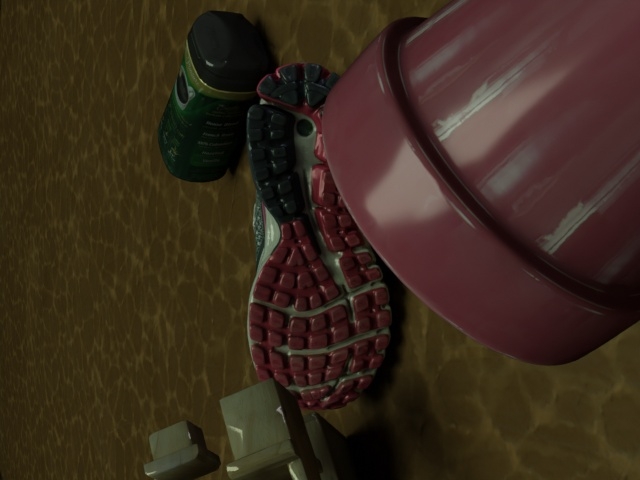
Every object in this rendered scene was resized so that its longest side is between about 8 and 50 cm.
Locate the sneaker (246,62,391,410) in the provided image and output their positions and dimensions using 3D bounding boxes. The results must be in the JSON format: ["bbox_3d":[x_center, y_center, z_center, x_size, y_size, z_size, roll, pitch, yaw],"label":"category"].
[{"bbox_3d":[0.000,0.000,0.784,0.112,0.120,0.299,-89,0,-81],"label":"sneaker"}]

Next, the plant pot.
[{"bbox_3d":[0.131,-0.068,0.453,0.180,0.201,0.201,-46,52,34],"label":"plant pot"}]

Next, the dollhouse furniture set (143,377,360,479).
[{"bbox_3d":[-0.130,0.296,0.772,0.303,0.355,0.174,58,-170,-61],"label":"dollhouse furniture set"}]

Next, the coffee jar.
[{"bbox_3d":[-0.118,-0.154,0.990,0.184,0.079,0.096,-59,41,47],"label":"coffee jar"}]
